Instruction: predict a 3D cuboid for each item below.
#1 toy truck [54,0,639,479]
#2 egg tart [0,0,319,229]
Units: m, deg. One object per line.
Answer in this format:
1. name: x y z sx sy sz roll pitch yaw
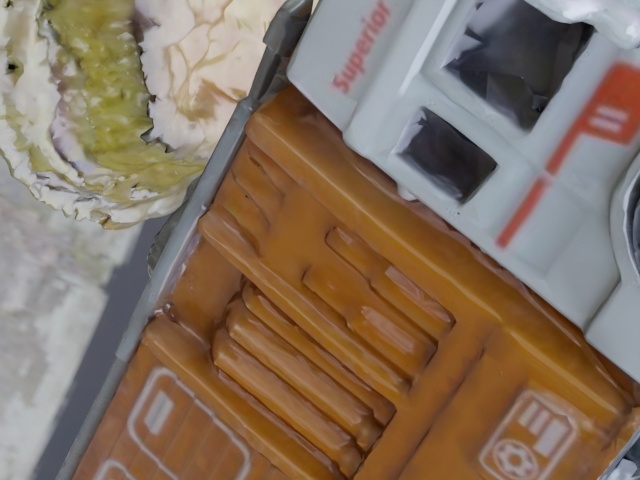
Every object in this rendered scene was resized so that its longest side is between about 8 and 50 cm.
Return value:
1. toy truck: 0.051 0.016 0.691 0.173 0.207 0.387 -41 165 -49
2. egg tart: -0.093 -0.163 1.347 0.352 0.150 0.352 -23 124 -39
